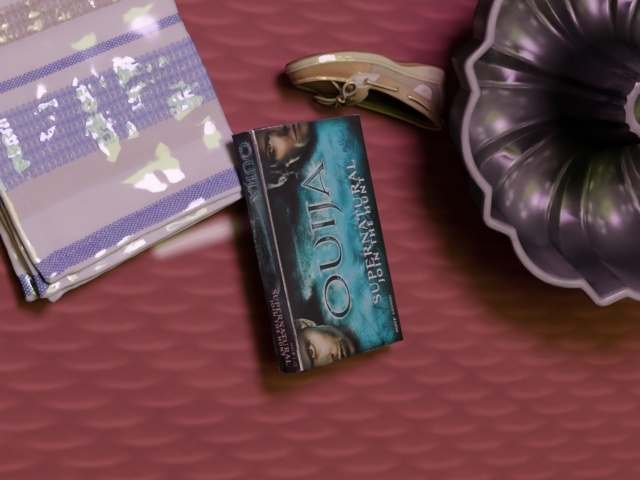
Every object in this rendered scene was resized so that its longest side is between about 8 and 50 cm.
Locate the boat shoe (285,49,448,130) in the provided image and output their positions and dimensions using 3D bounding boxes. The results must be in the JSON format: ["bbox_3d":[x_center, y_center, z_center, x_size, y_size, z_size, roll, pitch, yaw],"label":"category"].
[{"bbox_3d":[0.040,-0.119,1.281,0.153,0.056,0.048,5,79,-40],"label":"boat shoe"}]

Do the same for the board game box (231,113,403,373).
[{"bbox_3d":[0.000,0.000,1.241,0.126,0.026,0.186,-13,92,-48],"label":"board game box"}]

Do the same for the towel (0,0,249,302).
[{"bbox_3d":[-0.177,-0.121,1.158,0.209,0.034,0.285,-28,99,-32],"label":"towel"}]

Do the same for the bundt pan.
[{"bbox_3d":[0.249,-0.119,1.326,0.330,0.124,0.331,-4,105,-15],"label":"bundt pan"}]
